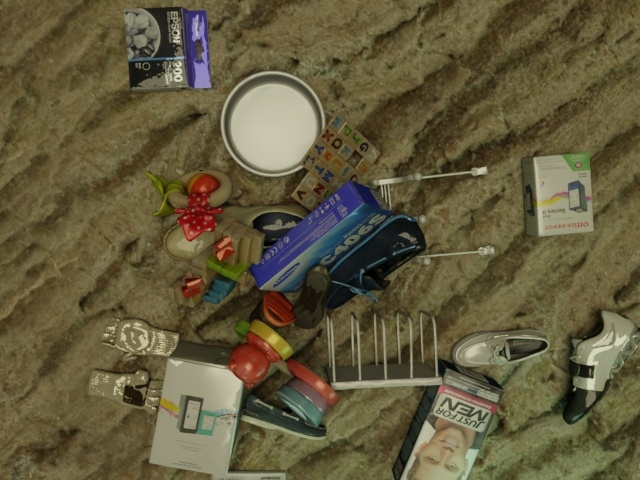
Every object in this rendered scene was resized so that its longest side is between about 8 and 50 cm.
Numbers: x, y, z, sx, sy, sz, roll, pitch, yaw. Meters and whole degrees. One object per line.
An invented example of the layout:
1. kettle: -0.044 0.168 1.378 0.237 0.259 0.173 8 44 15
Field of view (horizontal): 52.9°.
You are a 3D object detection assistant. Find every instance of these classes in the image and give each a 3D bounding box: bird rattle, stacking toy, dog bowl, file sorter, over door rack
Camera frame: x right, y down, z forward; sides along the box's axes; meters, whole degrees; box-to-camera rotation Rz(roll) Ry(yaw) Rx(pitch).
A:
1. bird rattle: -0.312 -0.119 1.599 0.207 0.253 0.143 -39 129 -33
2. stacking toy: -0.125 0.332 1.585 0.309 0.279 0.130 48 70 -20
3. dog bowl: -0.120 -0.293 1.653 0.265 0.104 0.264 0 94 -2
4. file sorter: 0.155 0.275 1.669 0.278 0.193 0.173 -2 91 -3
5. over door rack: 0.302 -0.064 1.690 0.324 0.108 0.239 -7 96 -2

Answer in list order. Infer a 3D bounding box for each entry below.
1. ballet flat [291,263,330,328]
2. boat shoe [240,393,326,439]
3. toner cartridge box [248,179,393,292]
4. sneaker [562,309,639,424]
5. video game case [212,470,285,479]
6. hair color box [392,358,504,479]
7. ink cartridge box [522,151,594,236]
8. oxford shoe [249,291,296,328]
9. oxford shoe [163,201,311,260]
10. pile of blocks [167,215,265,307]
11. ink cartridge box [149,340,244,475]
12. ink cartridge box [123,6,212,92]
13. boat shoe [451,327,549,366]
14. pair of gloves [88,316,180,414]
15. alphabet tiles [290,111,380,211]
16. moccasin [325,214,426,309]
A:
1. ballet flat: -0.021 0.145 1.661 0.084 0.058 0.250 16 137 1
2. boat shoe: -0.089 0.468 1.707 0.255 0.095 0.079 21 76 -21
3. toner cartridge box: 0.000 0.000 1.593 0.348 0.165 0.075 -40 64 21
4. sneaker: 0.725 0.337 1.748 0.146 0.122 0.330 32 93 13
5. video game case: -0.198 0.724 1.769 0.201 0.023 0.183 1 94 -4
6. hair color box: 0.340 0.516 1.734 0.174 0.105 0.347 21 95 -4
7. ink cartridge box: 0.628 -0.122 1.708 0.154 0.093 0.212 -5 96 -3
8. oxford shoe: -0.126 0.192 1.605 0.097 0.271 0.098 42 92 -2
9. oxford shoe: -0.214 -0.028 1.647 0.397 0.146 0.140 -14 95 -2
10. pile of blocks: -0.263 0.094 1.567 0.149 0.112 0.362 44 132 0
11. ink cartridge box: -0.301 0.421 1.653 0.197 0.198 0.270 11 93 -2
12. ink cartridge box: -0.391 -0.491 1.655 0.208 0.045 0.206 -4 94 -4
13. boat shoe: 0.485 0.289 1.736 0.258 0.084 0.095 -15 96 -1
14. pair of gloves: -0.498 0.329 1.715 0.204 0.042 0.240 18 93 -4
15. alphabet tiles: 0.031 -0.182 1.656 0.198 0.009 0.237 35 92 -43
16. moccasin: 0.122 0.078 1.622 0.342 0.138 0.117 -48 59 30
